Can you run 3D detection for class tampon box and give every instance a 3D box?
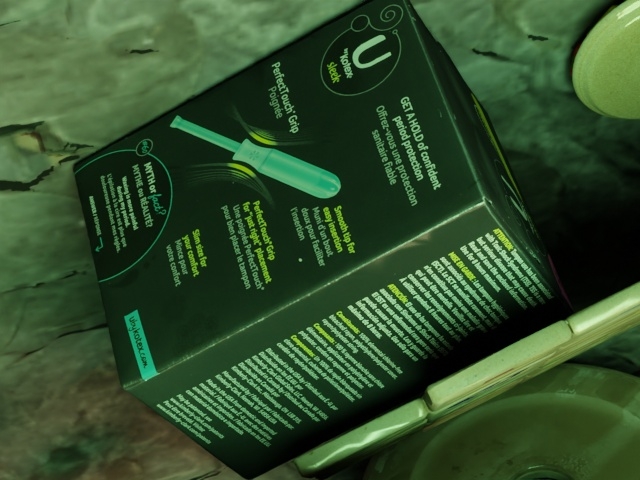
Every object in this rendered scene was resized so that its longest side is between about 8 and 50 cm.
[{"bbox_3d":[0.000,0.000,0.690,0.161,0.120,0.101,-28,142,13],"label":"tampon box"}]

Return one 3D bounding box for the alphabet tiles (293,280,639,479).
[{"bbox_3d":[0.147,0.028,0.747,0.342,0.011,0.285,-26,172,-2],"label":"alphabet tiles"}]

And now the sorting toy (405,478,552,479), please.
[{"bbox_3d":[-0.041,0.122,0.730,0.307,0.041,0.229,-7,174,32],"label":"sorting toy"}]

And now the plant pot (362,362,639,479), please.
[{"bbox_3d":[0.137,0.231,0.922,0.323,0.323,0.280,-15,126,-5],"label":"plant pot"}]

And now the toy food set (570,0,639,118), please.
[{"bbox_3d":[0.149,-0.085,0.732,0.083,0.020,0.082,13,132,-35],"label":"toy food set"}]
